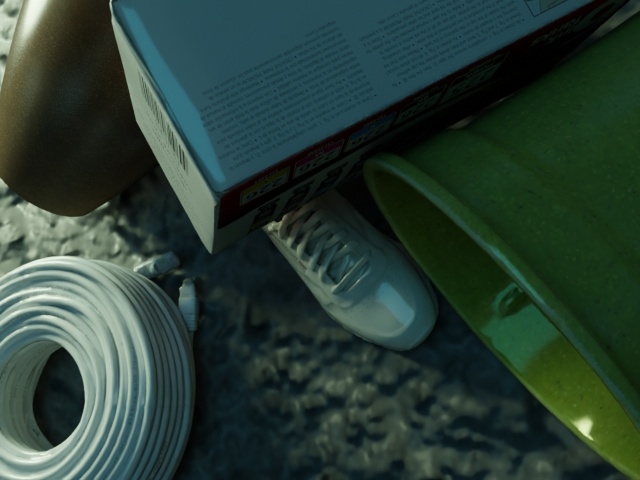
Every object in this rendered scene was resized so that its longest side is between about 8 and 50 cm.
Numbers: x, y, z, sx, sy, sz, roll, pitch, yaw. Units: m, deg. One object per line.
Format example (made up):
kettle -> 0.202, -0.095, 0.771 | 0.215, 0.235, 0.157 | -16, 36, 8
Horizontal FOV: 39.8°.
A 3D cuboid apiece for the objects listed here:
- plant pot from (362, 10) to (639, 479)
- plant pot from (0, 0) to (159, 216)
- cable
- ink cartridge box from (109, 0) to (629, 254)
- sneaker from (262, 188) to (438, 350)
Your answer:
plant pot -> 0.210, -0.028, 0.575 | 0.254, 0.276, 0.276 | -41, 65, -3
plant pot -> -0.196, -0.139, 0.804 | 0.215, 0.215, 0.230 | 49, 113, 25
cable -> -0.232, 0.142, 0.798 | 0.257, 0.089, 0.257 | -12, 73, 20
ink cartridge box -> 0.029, -0.124, 0.628 | 0.309, 0.272, 0.130 | -29, 86, -11
sneaker -> 0.000, 0.000, 0.732 | 0.090, 0.095, 0.235 | -47, 66, 5
